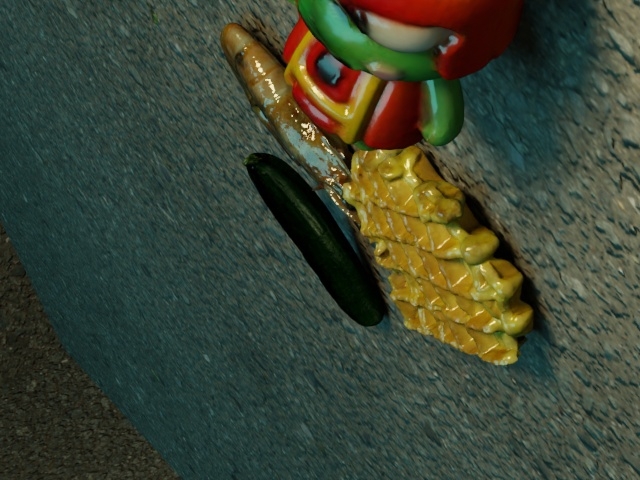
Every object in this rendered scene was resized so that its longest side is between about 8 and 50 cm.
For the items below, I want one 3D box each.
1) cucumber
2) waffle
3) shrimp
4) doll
[{"bbox_3d":[0.000,0.000,1.922,0.056,0.056,0.284,36,166,52],"label":"cucumber"},{"bbox_3d":[0.105,-0.002,1.659,0.219,0.057,0.229,64,162,-18],"label":"waffle"},{"bbox_3d":[-0.018,-0.103,1.860,0.296,0.058,0.169,54,173,21],"label":"shrimp"},{"bbox_3d":[0.063,-0.201,1.242,0.183,0.160,0.363,52,160,18],"label":"doll"}]
